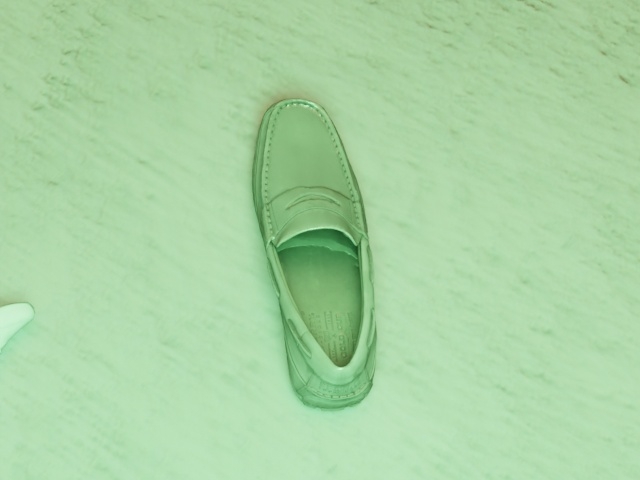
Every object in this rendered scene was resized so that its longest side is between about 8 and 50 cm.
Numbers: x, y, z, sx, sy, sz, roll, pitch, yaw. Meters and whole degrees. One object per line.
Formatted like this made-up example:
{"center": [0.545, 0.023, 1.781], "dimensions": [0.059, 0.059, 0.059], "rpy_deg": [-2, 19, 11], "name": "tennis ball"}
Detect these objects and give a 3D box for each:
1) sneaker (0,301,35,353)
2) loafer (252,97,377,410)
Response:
{"center": [-0.321, 0.112, 1.632], "dimensions": [0.152, 0.054, 0.061], "rpy_deg": [-36, 83, -14], "name": "sneaker"}
{"center": [0.000, 0.000, 1.681], "dimensions": [0.112, 0.111, 0.319], "rpy_deg": [-8, 67, -10], "name": "loafer"}
